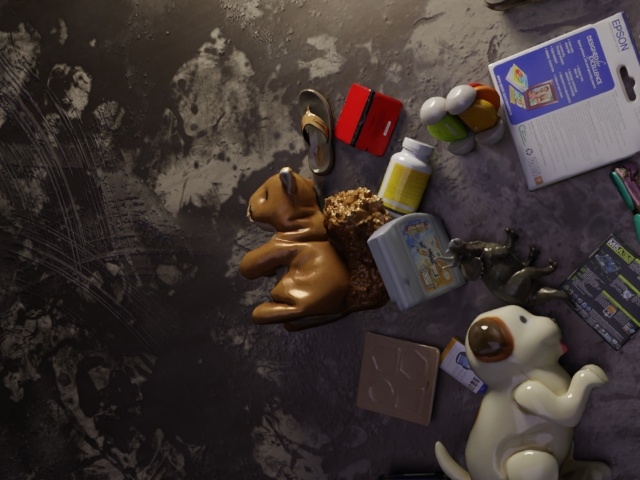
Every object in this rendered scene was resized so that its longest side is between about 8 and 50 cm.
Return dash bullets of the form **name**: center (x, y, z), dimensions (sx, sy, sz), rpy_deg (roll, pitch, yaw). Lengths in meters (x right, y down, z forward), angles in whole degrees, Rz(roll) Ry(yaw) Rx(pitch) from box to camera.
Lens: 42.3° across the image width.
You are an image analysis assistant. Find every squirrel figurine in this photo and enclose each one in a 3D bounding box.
- **squirrel figurine**: center (0.000, 0.000, 1.990), dimensions (0.397, 0.281, 0.371), rpy_deg (-15, 76, 21)

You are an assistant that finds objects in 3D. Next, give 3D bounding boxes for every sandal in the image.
- **sandal**: center (-0.018, -0.270, 2.063), dimensions (0.090, 0.060, 0.219), rpy_deg (-1, 95, 30)

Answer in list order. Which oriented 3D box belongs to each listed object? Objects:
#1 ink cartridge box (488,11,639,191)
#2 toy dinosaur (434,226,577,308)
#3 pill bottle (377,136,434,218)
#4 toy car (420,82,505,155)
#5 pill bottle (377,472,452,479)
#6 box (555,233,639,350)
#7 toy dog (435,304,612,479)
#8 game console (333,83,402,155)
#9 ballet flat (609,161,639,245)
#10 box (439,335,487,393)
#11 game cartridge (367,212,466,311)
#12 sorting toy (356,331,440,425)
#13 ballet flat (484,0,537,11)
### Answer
- **ink cartridge box**: center (0.563, -0.299, 1.824), dimensions (0.307, 0.072, 0.304), rpy_deg (-19, 85, 20)
- **toy dinosaur**: center (0.428, 0.073, 1.869), dimensions (0.313, 0.121, 0.160), rpy_deg (37, 98, 2)
- **pill bottle**: center (0.203, -0.145, 1.959), dimensions (0.103, 0.103, 0.184), rpy_deg (24, 102, 20)
- **toy car**: center (0.329, -0.294, 1.886), dimensions (0.182, 0.159, 0.136), rpy_deg (-19, 41, 45)
- **pill bottle**: center (0.247, 0.615, 1.964), dimensions (0.219, 0.123, 0.123), rpy_deg (-5, 91, 10)
- **box**: center (0.648, 0.114, 1.823), dimensions (0.191, 0.045, 0.184), rpy_deg (45, 106, 15)
- **toy dog**: center (0.443, 0.345, 1.820), dimensions (0.395, 0.284, 0.408), rpy_deg (-9, 87, 34)
- **game console**: center (0.116, -0.297, 2.035), dimensions (0.124, 0.085, 0.144), rpy_deg (19, 102, -11)
- **ballet flat**: center (0.700, -0.069, 1.781), dimensions (0.079, 0.077, 0.222), rpy_deg (-22, 84, 3)
- **box**: center (0.351, 0.300, 1.965), dimensions (0.136, 0.028, 0.081), rpy_deg (36, 105, 14)
- **game cartridge**: center (0.220, 0.038, 1.857), dimensions (0.062, 0.297, 0.198), rpy_deg (-21, 86, 34)
- **sorting toy**: center (0.190, 0.336, 2.027), dimensions (0.208, 0.038, 0.193), rpy_deg (11, 97, 30)
- **ballet flat**: center (0.490, -0.566, 1.849), dimensions (0.249, 0.058, 0.084), rpy_deg (-15, 66, 17)
